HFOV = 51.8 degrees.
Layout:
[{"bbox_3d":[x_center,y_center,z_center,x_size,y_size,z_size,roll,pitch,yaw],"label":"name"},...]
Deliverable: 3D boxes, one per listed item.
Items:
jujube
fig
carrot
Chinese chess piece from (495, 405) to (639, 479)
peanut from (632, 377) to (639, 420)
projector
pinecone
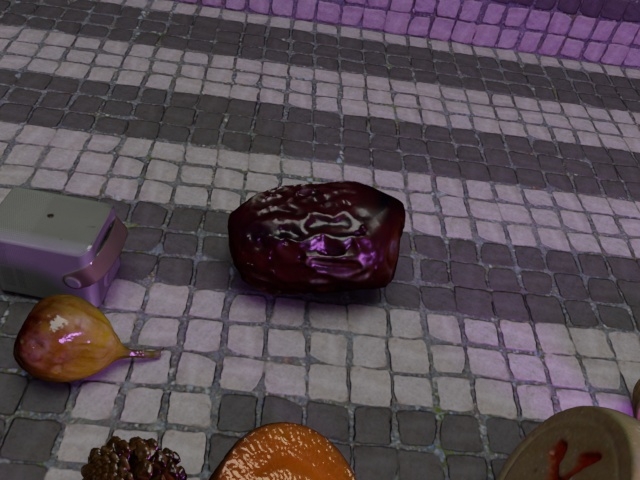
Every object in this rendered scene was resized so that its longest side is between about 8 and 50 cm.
[{"bbox_3d":[0.000,0.000,1.382,0.377,0.258,0.258,-9,46,-4],"label":"jujube"},{"bbox_3d":[-0.408,0.182,1.187,0.257,0.159,0.159,14,39,-26],"label":"fig"},{"bbox_3d":[-0.059,0.441,1.014,0.258,0.100,0.307,-3,52,-17],"label":"carrot"},{"bbox_3d":[0.383,0.409,0.958,0.140,0.338,0.338,35,44,-6],"label":"Chinese chess piece"},{"bbox_3d":[0.735,0.290,1.292,0.325,0.153,0.140,-9,42,-30],"label":"peanut"},{"bbox_3d":[-0.505,0.017,1.293,0.243,0.177,0.163,9,45,-1],"label":"projector"},{"bbox_3d":[-0.280,0.372,0.992,0.174,0.173,0.173,6,43,-6],"label":"pinecone"}]
